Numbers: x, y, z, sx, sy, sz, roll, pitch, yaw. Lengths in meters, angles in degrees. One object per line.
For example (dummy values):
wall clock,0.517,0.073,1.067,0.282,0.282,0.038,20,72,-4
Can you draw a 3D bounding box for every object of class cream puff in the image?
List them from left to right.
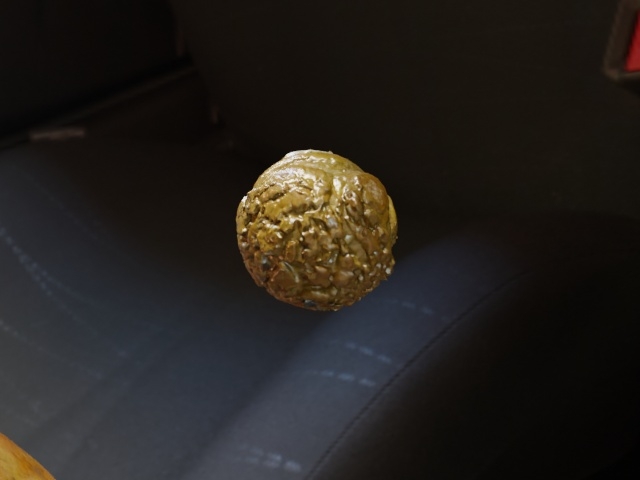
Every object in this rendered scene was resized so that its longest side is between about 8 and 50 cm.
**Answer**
cream puff,0.000,0.000,1.069,0.150,0.165,0.115,-38,42,32

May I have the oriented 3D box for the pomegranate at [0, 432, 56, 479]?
pomegranate,-0.224,0.218,0.564,0.281,0.281,0.281,20,116,47
